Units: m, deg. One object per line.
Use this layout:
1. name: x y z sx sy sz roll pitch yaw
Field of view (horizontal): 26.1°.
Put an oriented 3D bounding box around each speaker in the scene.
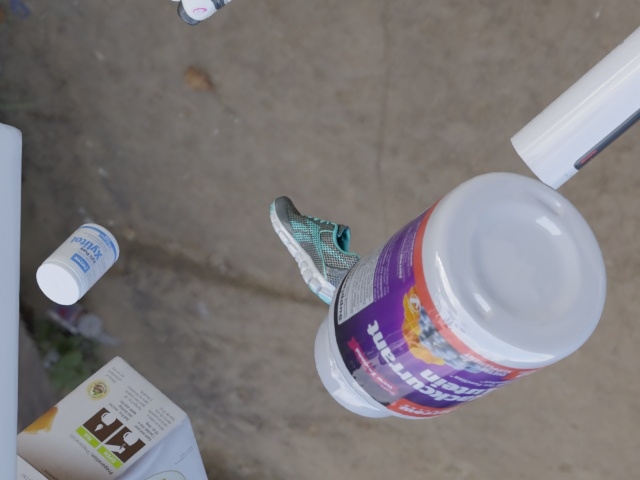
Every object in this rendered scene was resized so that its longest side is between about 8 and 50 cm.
1. speaker: 0.211 -0.100 1.046 0.136 0.055 0.055 -41 105 17

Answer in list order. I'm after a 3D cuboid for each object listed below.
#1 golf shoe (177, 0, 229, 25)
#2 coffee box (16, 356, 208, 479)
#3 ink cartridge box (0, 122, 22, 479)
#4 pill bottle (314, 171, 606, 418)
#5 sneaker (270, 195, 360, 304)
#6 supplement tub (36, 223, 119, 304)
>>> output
1. golf shoe: -0.109 -0.240 1.111 0.067 0.186 0.086 28 109 -31
2. coffee box: -0.216 0.230 1.113 0.098 0.246 0.141 35 151 31
3. ink cartridge box: -0.236 0.099 0.567 0.211 0.289 0.121 -13 162 35
4. pill bottle: 0.069 0.043 0.800 0.108 0.108 0.193 38 150 -7
5. sneaker: 0.000 0.000 1.659 0.166 0.076 0.065 57 -171 33
6. supplement tub: -0.330 0.031 1.884 0.071 0.107 0.071 14 128 19
